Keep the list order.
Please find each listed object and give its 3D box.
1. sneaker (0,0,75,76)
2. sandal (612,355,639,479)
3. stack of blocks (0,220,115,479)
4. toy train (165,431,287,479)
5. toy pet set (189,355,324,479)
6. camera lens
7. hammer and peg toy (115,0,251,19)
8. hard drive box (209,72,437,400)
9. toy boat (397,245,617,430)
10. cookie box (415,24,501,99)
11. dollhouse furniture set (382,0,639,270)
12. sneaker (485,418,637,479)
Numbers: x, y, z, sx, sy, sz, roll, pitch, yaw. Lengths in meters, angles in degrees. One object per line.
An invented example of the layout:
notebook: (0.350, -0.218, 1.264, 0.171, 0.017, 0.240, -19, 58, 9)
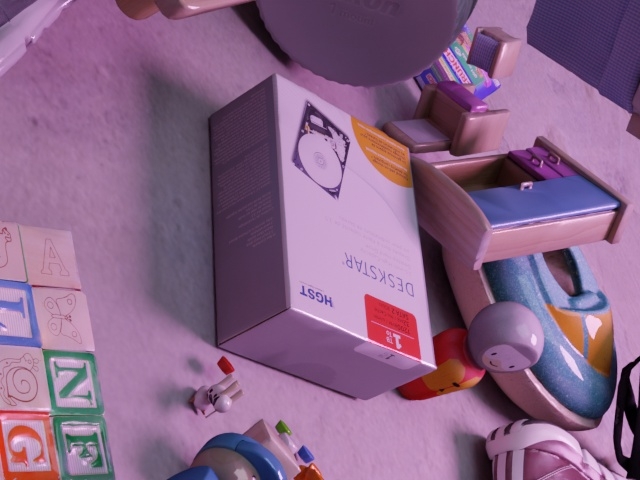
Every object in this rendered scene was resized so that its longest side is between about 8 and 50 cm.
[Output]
sneaker: (-0.255, -0.229, 0.982, 0.180, 0.124, 0.321, 50, 36, -19)
sandal: (0.324, 0.193, 1.401, 0.097, 0.054, 0.254, -48, 146, -47)
stack of blocks: (-0.216, 0.135, 0.814, 0.171, 0.087, 0.297, 10, 59, -49)
toy train: (-0.032, 0.246, 0.824, 0.248, 0.105, 0.143, 61, 29, -10)
toy pet set: (-0.055, 0.168, 1.043, 0.122, 0.065, 0.114, 50, 1, -21)
camera lens: (0.064, -0.309, 1.360, 0.219, 0.219, 0.274, 46, 38, -22)
hammer and peg toy: (-0.056, -0.323, 1.061, 0.361, 0.127, 0.266, -30, 98, -52)
hard drive box: (0.000, 0.000, 1.182, 0.181, 0.089, 0.232, 24, 49, -40)
toy boat: (0.201, 0.077, 1.333, 0.318, 0.148, 0.267, -23, 86, -56)
cookie box: (0.151, -0.193, 1.548, 0.092, 0.040, 0.107, 60, 35, -4)
dollhouse furniture set: (0.187, -0.172, 1.278, 0.198, 0.303, 0.286, -8, 37, -36)
sneaker: (0.260, 0.302, 1.312, 0.281, 0.106, 0.162, 31, 49, -21)
